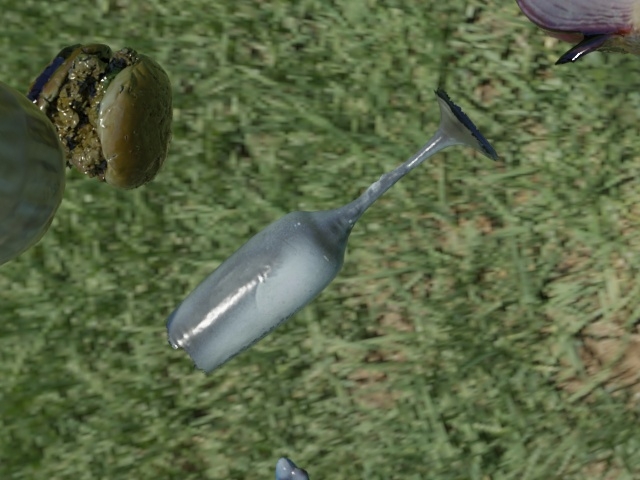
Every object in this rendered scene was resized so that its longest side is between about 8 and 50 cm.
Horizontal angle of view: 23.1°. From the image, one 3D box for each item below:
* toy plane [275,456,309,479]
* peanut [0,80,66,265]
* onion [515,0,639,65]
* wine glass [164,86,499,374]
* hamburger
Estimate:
[{"bbox_3d":[0.035,0.181,0.593,0.078,0.169,0.246,21,138,46],"label":"toy plane"},{"bbox_3d":[-0.164,-0.035,0.574,0.087,0.207,0.087,-4,79,21],"label":"peanut"},{"bbox_3d":[0.279,-0.296,1.191,0.267,0.159,0.348,-11,72,38],"label":"onion"},{"bbox_3d":[0.000,0.000,1.074,0.262,0.074,0.074,-39,72,7],"label":"wine glass"},{"bbox_3d":[-0.226,-0.138,1.657,0.131,0.185,0.159,19,64,21],"label":"hamburger"}]
